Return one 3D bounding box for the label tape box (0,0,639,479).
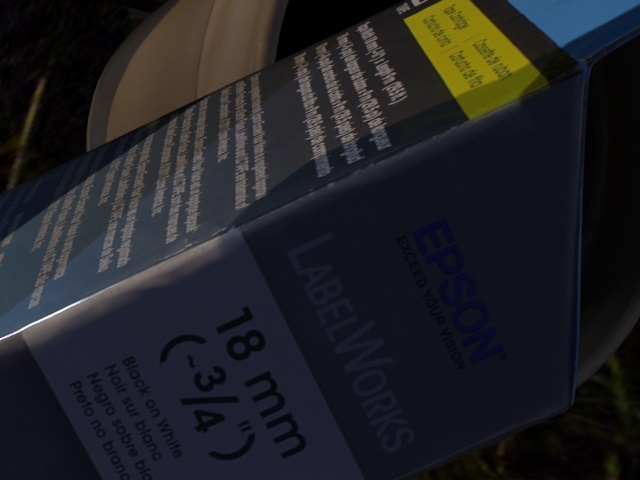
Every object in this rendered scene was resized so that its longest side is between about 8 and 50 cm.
[{"bbox_3d":[0.000,0.000,0.603,0.334,0.240,0.106,-25,105,5],"label":"label tape box"}]

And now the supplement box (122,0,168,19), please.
[{"bbox_3d":[-0.111,-0.265,1.086,0.130,0.073,0.239,-55,142,-22],"label":"supplement box"}]

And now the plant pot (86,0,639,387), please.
[{"bbox_3d":[0.010,-0.065,1.009,0.323,0.280,0.323,-1,91,-39],"label":"plant pot"}]
